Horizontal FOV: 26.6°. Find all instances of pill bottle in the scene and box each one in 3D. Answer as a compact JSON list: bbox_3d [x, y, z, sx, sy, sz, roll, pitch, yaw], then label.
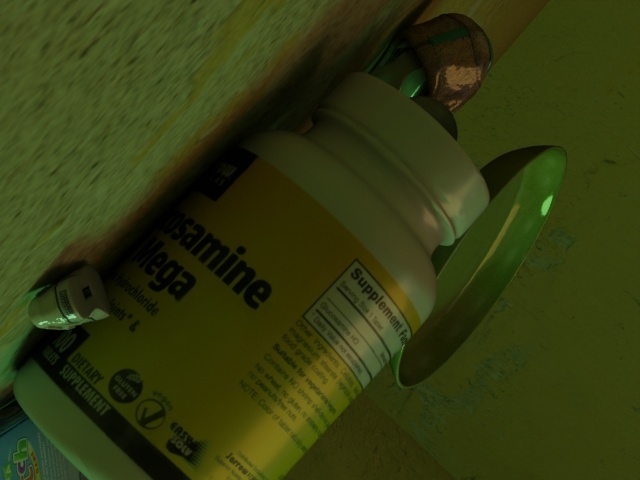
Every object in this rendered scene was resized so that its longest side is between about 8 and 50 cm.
[{"bbox_3d":[-0.041,0.045,0.966,0.334,0.188,0.188,-47,177,-9],"label":"pill bottle"}]

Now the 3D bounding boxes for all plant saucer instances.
[{"bbox_3d":[0.124,0.015,1.138,0.241,0.037,0.241,-46,158,-24],"label":"plant saucer"}]

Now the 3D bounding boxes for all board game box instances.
[{"bbox_3d":[-0.213,0.199,1.060,0.039,0.160,0.211,-2,-171,13],"label":"board game box"}]

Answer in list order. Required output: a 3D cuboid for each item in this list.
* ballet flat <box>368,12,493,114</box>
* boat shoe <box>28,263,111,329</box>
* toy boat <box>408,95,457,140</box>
[{"bbox_3d":[0.045,-0.103,1.324,0.106,0.108,0.316,-17,151,-42],"label":"ballet flat"},{"bbox_3d":[-0.154,0.038,0.823,0.035,0.035,0.100,-20,-177,4],"label":"boat shoe"},{"bbox_3d":[0.000,0.000,1.198,0.318,0.148,0.267,-30,-161,-15],"label":"toy boat"}]
